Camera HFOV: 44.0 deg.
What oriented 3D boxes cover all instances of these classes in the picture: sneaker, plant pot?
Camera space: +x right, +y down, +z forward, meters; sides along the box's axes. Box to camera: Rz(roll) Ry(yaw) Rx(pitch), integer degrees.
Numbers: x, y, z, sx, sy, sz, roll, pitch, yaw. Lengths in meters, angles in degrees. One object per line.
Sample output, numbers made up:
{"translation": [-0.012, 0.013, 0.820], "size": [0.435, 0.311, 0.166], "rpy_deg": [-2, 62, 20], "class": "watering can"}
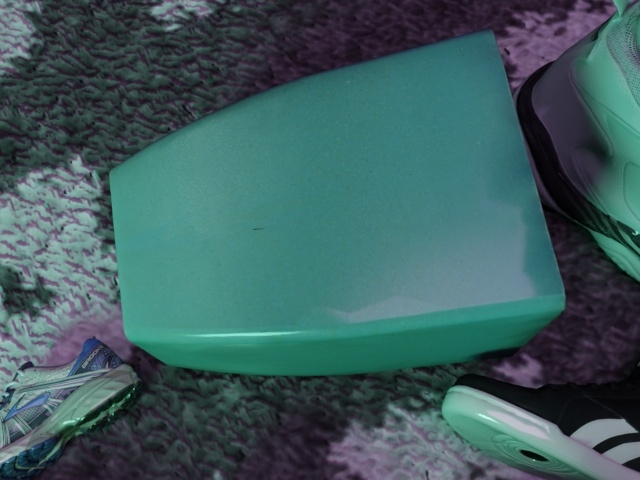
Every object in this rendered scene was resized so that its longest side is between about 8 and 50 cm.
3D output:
{"translation": [0.294, -0.025, 0.495], "size": [0.365, 0.210, 0.137], "rpy_deg": [38, 73, 8], "class": "sneaker"}
{"translation": [0.191, 0.104, 0.521], "size": [0.216, 0.079, 0.121], "rpy_deg": [25, 68, -5], "class": "sneaker"}
{"translation": [0.000, 0.000, 0.498], "size": [0.234, 0.166, 0.166], "rpy_deg": [-10, 73, 1], "class": "plant pot"}
{"translation": [-0.183, 0.111, 0.504], "size": [0.135, 0.052, 0.058], "rpy_deg": [-31, 67, -21], "class": "sneaker"}
